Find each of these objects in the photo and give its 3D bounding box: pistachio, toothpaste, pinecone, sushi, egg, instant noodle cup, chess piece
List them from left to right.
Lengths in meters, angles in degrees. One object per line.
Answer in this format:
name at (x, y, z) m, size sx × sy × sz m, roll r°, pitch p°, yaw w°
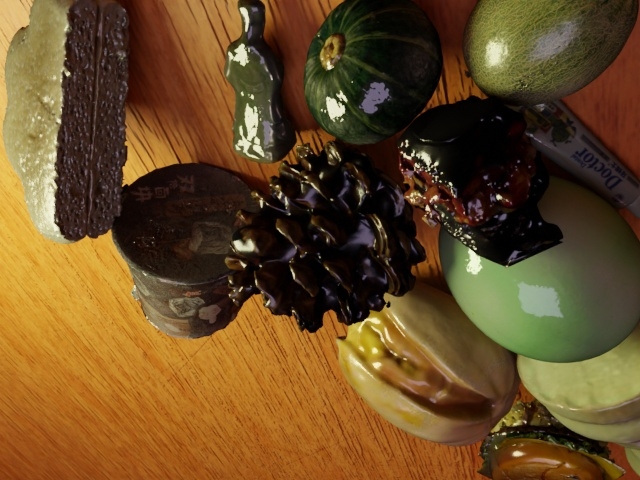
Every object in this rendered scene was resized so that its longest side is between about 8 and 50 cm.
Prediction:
instant noodle cup at (-0.197, 0.027, 1.054) m, size 0.217 × 0.217 × 0.207 m, roll 16°, pitch 144°, yaw 3°
pinecone at (0.011, 0.006, 0.898) m, size 0.243 × 0.257 × 0.243 m, roll 31°, pitch 169°, yaw 7°
pistachio at (0.178, 0.194, 1.094) m, size 0.309 × 0.230 × 0.230 m, roll 31°, pitch 137°, yaw -7°
sushi at (0.161, -0.078, 0.746) m, size 0.153 × 0.172 × 0.150 m, roll -26°, pitch 134°, yaw 11°
egg at (0.274, 0.032, 0.871) m, size 0.269 × 0.220 × 0.220 m, roll 34°, pitch 136°, yaw -8°
toothpaste at (0.317, -0.104, 0.848) m, size 0.255 × 0.037 × 0.067 m, roll 36°, pitch 104°, yaw -17°
chess piece at (0.508, 0.261, 1.046) m, size 0.234 × 0.234 × 0.442 m, roll -23°, pitch 127°, yaw 36°

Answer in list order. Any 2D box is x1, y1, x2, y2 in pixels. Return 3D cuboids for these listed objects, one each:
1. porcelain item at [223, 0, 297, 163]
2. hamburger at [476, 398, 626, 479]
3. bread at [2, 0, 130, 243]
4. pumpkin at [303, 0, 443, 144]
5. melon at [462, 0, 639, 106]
porcelain item at (-0.081, -0.201, 0.866) m, size 0.081 × 0.069 × 0.216 m, roll 21°, pitch 141°, yaw 22°
hamburger at (0.408, 0.386, 1.258) m, size 0.243 × 0.139 × 0.262 m, roll 18°, pitch 138°, yaw 3°
bread at (-0.342, -0.170, 0.907) m, size 0.183 × 0.102 × 0.337 m, roll 24°, pitch 114°, yaw 31°
pumpkin at (0.056, -0.189, 0.762) m, size 0.125 × 0.167 × 0.167 m, roll 7°, pitch 144°, yaw -26°
melon at (0.221, -0.208, 0.700) m, size 0.139 × 0.139 × 0.192 m, roll 40°, pitch 139°, yaw -22°
